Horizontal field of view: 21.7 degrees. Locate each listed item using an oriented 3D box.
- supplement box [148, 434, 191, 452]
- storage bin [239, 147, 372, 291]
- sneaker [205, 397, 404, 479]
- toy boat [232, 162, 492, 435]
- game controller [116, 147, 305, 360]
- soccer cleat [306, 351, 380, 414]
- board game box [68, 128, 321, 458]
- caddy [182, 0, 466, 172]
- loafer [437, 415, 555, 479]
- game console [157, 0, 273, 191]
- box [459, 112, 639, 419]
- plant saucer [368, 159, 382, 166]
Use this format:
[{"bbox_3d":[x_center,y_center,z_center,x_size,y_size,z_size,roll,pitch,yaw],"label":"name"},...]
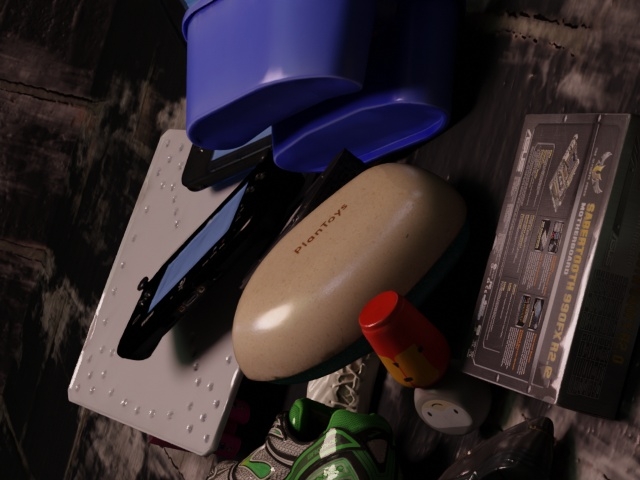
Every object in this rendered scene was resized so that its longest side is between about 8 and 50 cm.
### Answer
[{"bbox_3d":[-0.169,0.172,2.197,0.104,0.080,0.188,127,151,-47],"label":"supplement box"},{"bbox_3d":[0.000,0.000,1.787,0.122,0.084,0.180,-57,6,-38],"label":"storage bin"},{"bbox_3d":[-0.013,0.230,1.634,0.343,0.134,0.146,-15,73,59],"label":"sneaker"},{"bbox_3d":[0.054,0.069,1.541,0.267,0.148,0.318,-41,25,0],"label":"toy boat"},{"bbox_3d":[-0.133,0.017,1.945,0.319,0.067,0.166,-45,7,35],"label":"game controller"},{"bbox_3d":[0.032,0.123,1.704,0.076,0.068,0.196,-31,44,59],"label":"soccer cleat"},{"bbox_3d":[-0.154,0.056,2.101,0.390,0.050,0.390,10,78,56],"label":"board game box"},{"bbox_3d":[-0.002,-0.199,1.743,0.341,0.241,0.179,-20,62,53],"label":"caddy"},{"bbox_3d":[0.143,0.192,1.370,0.170,0.062,0.061,-35,22,57],"label":"loafer"},{"bbox_3d":[-0.096,-0.233,2.021,0.293,0.173,0.250,-21,43,44],"label":"game console"},{"bbox_3d":[0.198,0.014,1.334,0.183,0.056,0.231,-170,94,-70],"label":"box"},{"bbox_3d":[0.063,-0.124,1.876,0.083,0.013,0.083,-165,90,-70],"label":"plant saucer"}]
